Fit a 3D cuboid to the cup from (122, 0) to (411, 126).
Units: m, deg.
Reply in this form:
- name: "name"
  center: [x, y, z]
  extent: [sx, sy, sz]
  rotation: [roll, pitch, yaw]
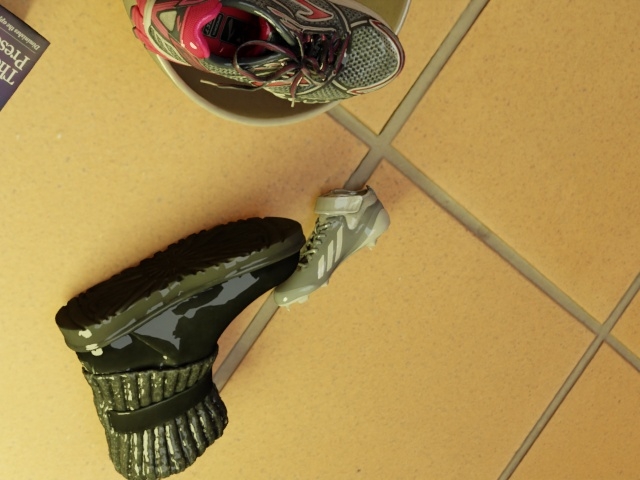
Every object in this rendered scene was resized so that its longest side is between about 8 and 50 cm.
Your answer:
- name: "cup"
  center: [-0.093, -0.316, 1.279]
  extent: [0.331, 0.237, 0.331]
  rotation: [-14, 118, -28]

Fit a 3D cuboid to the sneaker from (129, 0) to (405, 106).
- name: "sneaker"
  center: [-0.036, -0.189, 1.152]
  extent: [0.299, 0.112, 0.120]
  rotation: [2, 110, -36]

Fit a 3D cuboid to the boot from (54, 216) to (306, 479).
- name: "boot"
  center: [-0.150, 0.137, 1.513]
  extent: [0.348, 0.131, 0.260]
  rotation: [-25, 117, -10]

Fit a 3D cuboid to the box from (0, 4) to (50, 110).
- name: "box"
  center: [-0.440, -0.213, 1.180]
  extent: [0.261, 0.103, 0.184]
  rotation: [36, 91, -39]

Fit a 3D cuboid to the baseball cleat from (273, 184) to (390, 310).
- name: "baseball cleat"
  center: [0.000, 0.000, 1.609]
  extent: [0.206, 0.072, 0.109]
  rotation: [-40, 114, -19]
